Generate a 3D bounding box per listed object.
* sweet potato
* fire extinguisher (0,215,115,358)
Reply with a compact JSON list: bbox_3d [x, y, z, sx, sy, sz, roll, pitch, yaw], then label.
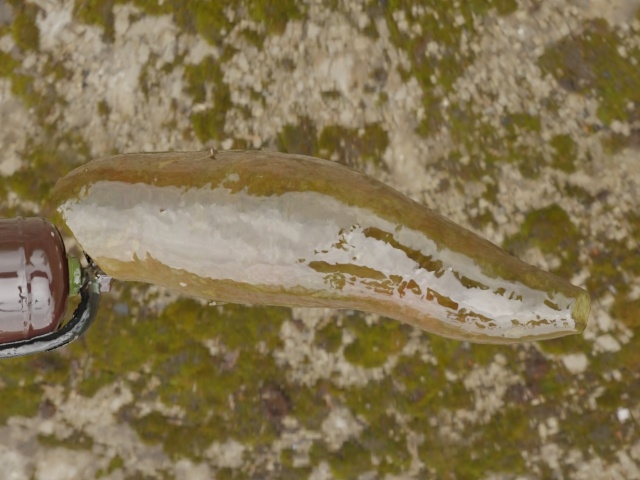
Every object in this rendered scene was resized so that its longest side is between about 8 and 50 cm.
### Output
[{"bbox_3d":[0.000,0.000,0.509,0.244,0.077,0.077,9,118,12],"label":"sweet potato"},{"bbox_3d":[-0.304,0.025,0.823,0.341,0.141,0.105,-3,144,-17],"label":"fire extinguisher"}]
